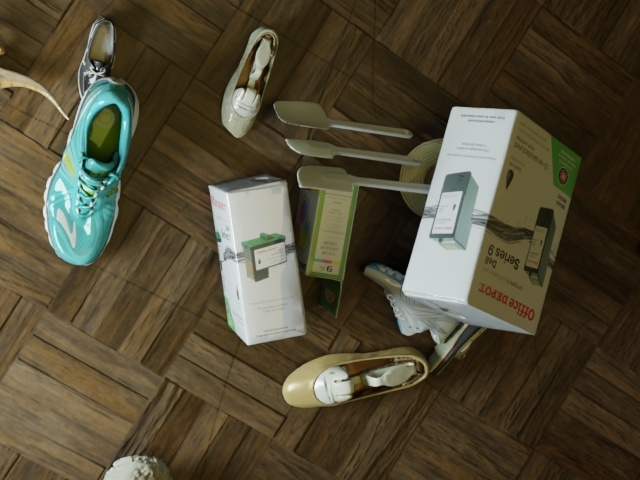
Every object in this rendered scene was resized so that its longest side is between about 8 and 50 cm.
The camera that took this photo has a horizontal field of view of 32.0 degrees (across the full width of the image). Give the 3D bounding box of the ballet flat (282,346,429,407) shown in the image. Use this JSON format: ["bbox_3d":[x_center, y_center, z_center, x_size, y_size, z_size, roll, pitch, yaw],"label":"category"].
[{"bbox_3d":[0.058,0.208,1.711,0.232,0.073,0.080,-14,100,-13],"label":"ballet flat"}]

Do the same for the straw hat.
[{"bbox_3d":[0.198,-0.089,1.718,0.144,0.061,0.145,-2,97,-15],"label":"straw hat"}]

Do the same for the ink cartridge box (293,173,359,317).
[{"bbox_3d":[0.000,0.000,1.650,0.062,0.109,0.209,7,95,-16],"label":"ink cartridge box"}]

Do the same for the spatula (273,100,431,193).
[{"bbox_3d":[0.055,-0.131,1.625,0.242,0.168,0.019,4,137,-29],"label":"spatula"}]

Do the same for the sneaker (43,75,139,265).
[{"bbox_3d":[-0.319,-0.092,1.546,0.107,0.110,0.275,11,105,-16],"label":"sneaker"}]

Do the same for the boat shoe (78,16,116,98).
[{"bbox_3d":[-0.311,-0.251,1.571,0.046,0.038,0.125,14,93,-18],"label":"boat shoe"}]

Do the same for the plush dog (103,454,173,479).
[{"bbox_3d":[-0.286,0.475,1.607,0.262,0.210,0.225,-32,127,-10],"label":"plush dog"}]

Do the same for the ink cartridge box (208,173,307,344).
[{"bbox_3d":[-0.092,0.022,1.602,0.092,0.160,0.219,-10,98,-14],"label":"ink cartridge box"}]

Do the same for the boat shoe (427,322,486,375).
[{"bbox_3d":[0.220,0.162,1.764,0.043,0.049,0.137,42,80,-18],"label":"boat shoe"}]

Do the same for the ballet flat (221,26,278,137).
[{"bbox_3d":[-0.103,-0.232,1.623,0.057,0.052,0.168,15,93,-17],"label":"ballet flat"}]

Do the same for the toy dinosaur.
[{"bbox_3d":[-0.453,-0.228,1.533,0.211,0.064,0.112,-1,115,-6],"label":"toy dinosaur"}]

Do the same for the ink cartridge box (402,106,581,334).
[{"bbox_3d":[0.257,-0.024,1.647,0.211,0.121,0.289,24,79,-47],"label":"ink cartridge box"}]

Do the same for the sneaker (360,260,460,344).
[{"bbox_3d":[0.135,0.101,1.723,0.190,0.071,0.083,32,94,-16],"label":"sneaker"}]
